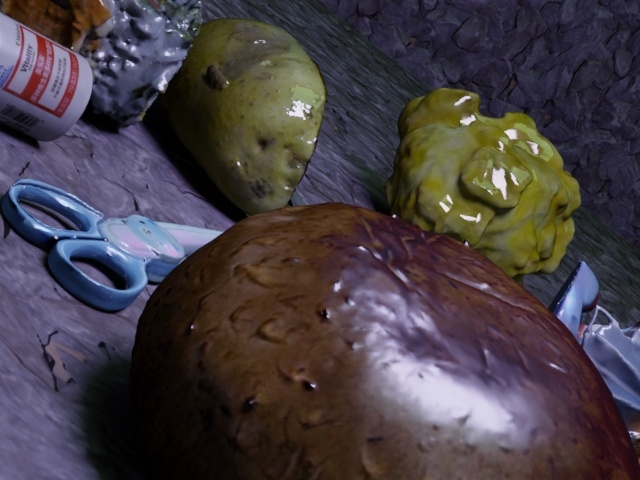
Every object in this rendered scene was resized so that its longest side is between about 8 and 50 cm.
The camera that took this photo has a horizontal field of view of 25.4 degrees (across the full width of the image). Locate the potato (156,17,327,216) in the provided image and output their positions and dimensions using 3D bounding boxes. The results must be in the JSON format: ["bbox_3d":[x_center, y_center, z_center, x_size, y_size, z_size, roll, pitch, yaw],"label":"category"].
[{"bbox_3d":[-0.098,-0.144,1.421,0.111,0.160,0.272,20,22,-30],"label":"potato"}]

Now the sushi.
[{"bbox_3d":[-0.211,-0.215,1.356,0.184,0.139,0.274,39,14,-13],"label":"sushi"}]

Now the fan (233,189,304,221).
[{"bbox_3d":[-0.001,0.001,1.484,0.229,0.011,0.335,28,16,-25],"label":"fan"}]

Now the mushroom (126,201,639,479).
[{"bbox_3d":[0.043,0.116,0.887,0.345,0.239,0.345,13,16,-4],"label":"mushroom"}]

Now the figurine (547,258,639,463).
[{"bbox_3d":[0.363,0.198,1.349,0.388,0.277,0.248,33,26,6],"label":"figurine"}]

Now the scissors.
[{"bbox_3d":[-0.137,0.005,1.106,0.125,0.030,0.256,45,18,22],"label":"scissors"}]

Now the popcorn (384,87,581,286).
[{"bbox_3d":[0.206,-0.055,1.823,0.250,0.235,0.242,44,51,-38],"label":"popcorn"}]

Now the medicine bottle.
[{"bbox_3d":[-0.258,-0.139,1.132,0.140,0.079,0.079,27,19,-43],"label":"medicine bottle"}]
